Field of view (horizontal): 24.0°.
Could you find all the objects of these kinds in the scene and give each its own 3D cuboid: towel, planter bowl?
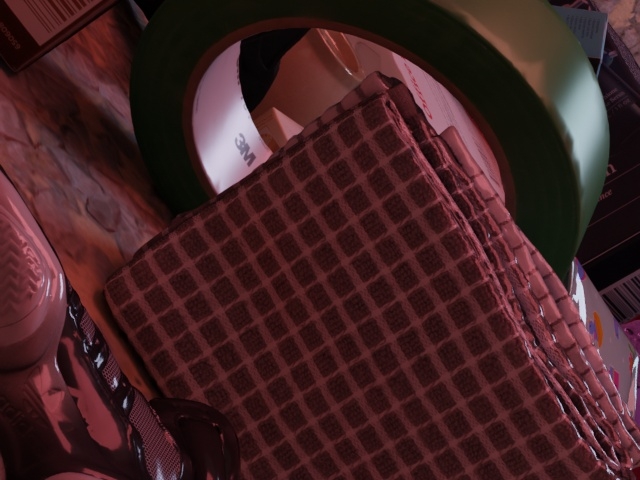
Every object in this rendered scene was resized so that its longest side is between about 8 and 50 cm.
[{"bbox_3d":[0.026,0.071,0.901,0.283,0.235,0.121,58,27,4],"label":"towel"},{"bbox_3d":[-0.029,-0.159,1.385,0.162,0.109,0.162,50,17,-22],"label":"planter bowl"}]

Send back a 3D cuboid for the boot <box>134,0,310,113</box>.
[{"bbox_3d":[-0.086,-0.215,1.179,0.085,0.236,0.178,-19,69,-34],"label":"boot"}]

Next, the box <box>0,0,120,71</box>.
[{"bbox_3d":[-0.169,-0.244,1.022,0.167,0.168,0.203,53,16,-12],"label":"box"}]

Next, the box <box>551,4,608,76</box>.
[{"bbox_3d":[0.197,-0.228,1.703,0.100,0.244,0.060,77,23,-71],"label":"box"}]

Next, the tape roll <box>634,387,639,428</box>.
[{"bbox_3d":[0.286,0.239,1.427,0.189,0.189,0.080,51,18,-22],"label":"tape roll"}]

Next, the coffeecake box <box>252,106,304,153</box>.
[{"bbox_3d":[0.000,0.000,1.245,0.142,0.068,0.185,29,33,-62],"label":"coffeecake box"}]

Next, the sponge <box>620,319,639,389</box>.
[{"bbox_3d":[0.295,0.157,1.601,0.031,0.210,0.117,94,-23,-55],"label":"sponge"}]

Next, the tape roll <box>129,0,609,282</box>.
[{"bbox_3d":[0.029,-0.068,1.013,0.321,0.321,0.077,51,45,-22],"label":"tape roll"}]

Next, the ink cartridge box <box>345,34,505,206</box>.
[{"bbox_3d":[0.092,-0.116,1.641,0.283,0.117,0.207,36,27,-53],"label":"ink cartridge box"}]

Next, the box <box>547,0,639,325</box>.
[{"bbox_3d":[0.288,-0.078,1.833,0.212,0.293,0.395,39,24,-49],"label":"box"}]

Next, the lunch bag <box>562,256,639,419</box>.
[{"bbox_3d":[0.169,0.166,1.243,0.223,0.160,0.262,49,45,-51],"label":"lunch bag"}]

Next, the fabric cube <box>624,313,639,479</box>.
[{"bbox_3d":[0.426,0.239,1.729,0.258,0.254,0.259,35,27,-52],"label":"fabric cube"}]

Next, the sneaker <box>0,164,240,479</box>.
[{"bbox_3d":[-0.124,0.071,0.708,0.268,0.101,0.153,67,17,9],"label":"sneaker"}]
